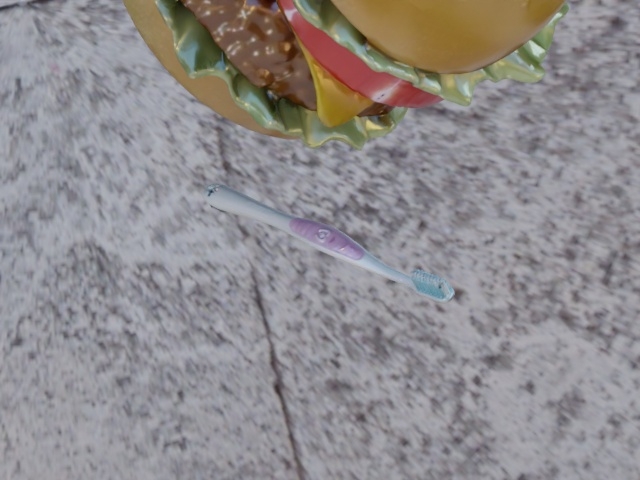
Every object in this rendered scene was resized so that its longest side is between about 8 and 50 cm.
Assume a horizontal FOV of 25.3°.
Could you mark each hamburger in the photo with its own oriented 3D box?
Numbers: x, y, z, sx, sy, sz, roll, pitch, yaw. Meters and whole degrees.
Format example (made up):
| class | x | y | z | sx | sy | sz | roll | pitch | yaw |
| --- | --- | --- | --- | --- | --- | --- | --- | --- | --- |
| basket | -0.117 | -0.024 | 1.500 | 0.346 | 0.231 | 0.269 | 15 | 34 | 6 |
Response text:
| class | x | y | z | sx | sy | sz | roll | pitch | yaw |
| --- | --- | --- | --- | --- | --- | --- | --- | --- | --- |
| hamburger | 0.029 | -0.196 | 0.780 | 0.274 | 0.212 | 0.274 | 12 | 70 | -36 |

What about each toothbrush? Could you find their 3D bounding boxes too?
| class | x | y | z | sx | sy | sz | roll | pitch | yaw |
| --- | --- | --- | --- | --- | --- | --- | --- | --- | --- |
| toothbrush | 0.000 | 0.000 | 0.870 | 0.017 | 0.204 | 0.022 | -48 | 137 | -23 |
